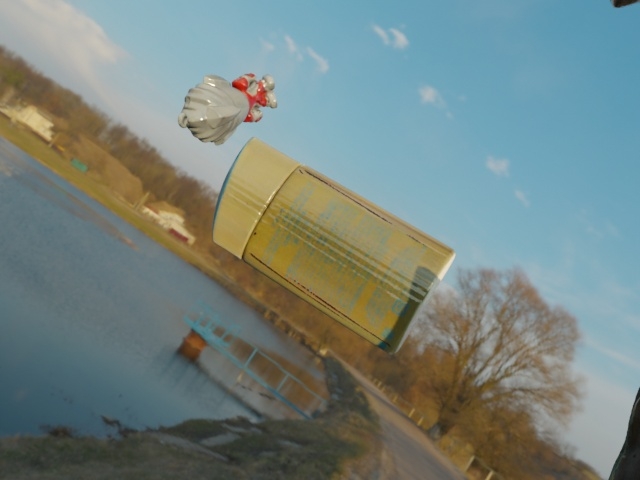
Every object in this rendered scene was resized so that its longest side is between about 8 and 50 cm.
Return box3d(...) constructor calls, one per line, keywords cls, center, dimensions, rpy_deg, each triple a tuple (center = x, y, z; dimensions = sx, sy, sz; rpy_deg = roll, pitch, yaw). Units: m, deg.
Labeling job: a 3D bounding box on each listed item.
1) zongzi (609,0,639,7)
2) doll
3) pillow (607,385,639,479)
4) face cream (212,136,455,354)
box3d(cls="zongzi", center=(0.516, -0.483, 0.817), dimensions=(0.319, 0.362, 0.383), rpy_deg=(-9, -51, 42))
box3d(cls="doll", center=(-0.124, -0.181, 0.788), dimensions=(0.079, 0.180, 0.093), rpy_deg=(17, -56, 36))
box3d(cls="pillow", center=(0.317, 0.209, 0.343), dimensions=(0.306, 0.307, 0.108), rpy_deg=(18, -3, 11))
box3d(cls="face cream", center=(0.000, 0.000, 0.683), dimensions=(0.285, 0.139, 0.067), rpy_deg=(31, -4, 12))
